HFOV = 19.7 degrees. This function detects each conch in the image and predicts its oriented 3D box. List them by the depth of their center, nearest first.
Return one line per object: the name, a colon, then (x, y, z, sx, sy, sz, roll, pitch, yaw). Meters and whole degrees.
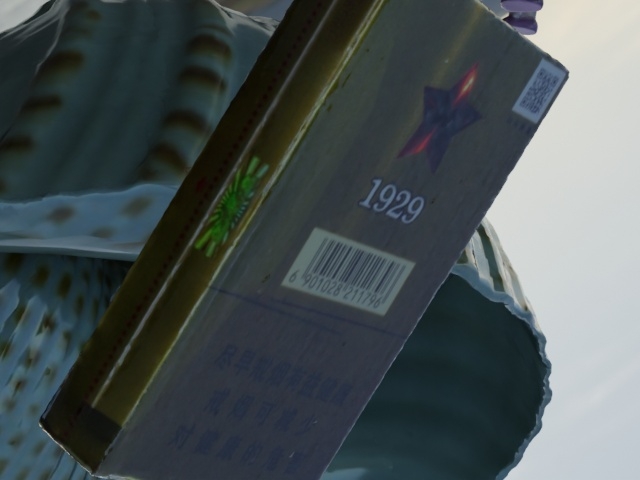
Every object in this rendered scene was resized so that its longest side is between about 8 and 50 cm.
conch: (-0.073, 0.015, 0.739, 0.319, 0.215, 0.303, 18, 139, -38)

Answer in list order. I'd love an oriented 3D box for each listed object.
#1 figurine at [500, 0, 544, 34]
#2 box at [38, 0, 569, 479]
figurine: (0.056, -0.186, 1.043, 0.095, 0.156, 0.115, 92, 7, -64)
box: (0.000, 0.000, 0.427, 0.133, 0.023, 0.090, -59, 150, 6)
